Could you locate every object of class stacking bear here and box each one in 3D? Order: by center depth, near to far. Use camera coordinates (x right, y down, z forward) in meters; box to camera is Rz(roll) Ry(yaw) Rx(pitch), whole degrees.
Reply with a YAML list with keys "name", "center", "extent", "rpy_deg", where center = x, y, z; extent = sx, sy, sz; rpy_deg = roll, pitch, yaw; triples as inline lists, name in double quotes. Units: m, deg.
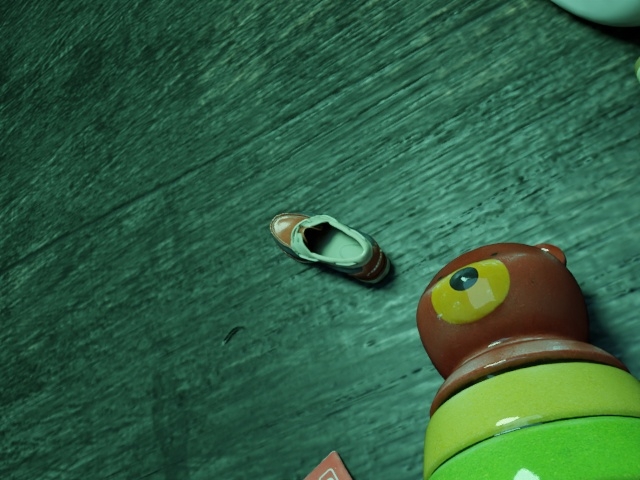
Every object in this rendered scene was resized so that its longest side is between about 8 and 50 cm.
- name: "stacking bear"
  center: [0.125, 0.123, 0.348]
  extent: [0.175, 0.164, 0.289]
  rpy_deg: [-30, 43, 26]

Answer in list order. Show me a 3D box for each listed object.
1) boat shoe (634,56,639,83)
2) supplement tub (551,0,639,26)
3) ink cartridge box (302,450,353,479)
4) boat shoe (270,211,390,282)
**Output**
- name: "boat shoe"
  center: [0.304, -0.130, 0.429]
  extent: [0.152, 0.056, 0.049]
  rpy_deg: [-19, 62, 35]
- name: "supplement tub"
  center: [0.278, -0.347, 0.430]
  extent: [0.331, 0.241, 0.241]
  rpy_deg: [-43, 51, 8]
- name: "ink cartridge box"
  center: [-0.037, 0.313, 0.375]
  extent: [0.261, 0.066, 0.296]
  rpy_deg: [-47, 38, 5]
- name: "boat shoe"
  center: [0.000, 0.000, 0.561]
  extent: [0.137, 0.043, 0.049]
  rpy_deg: [23, 83, 39]
